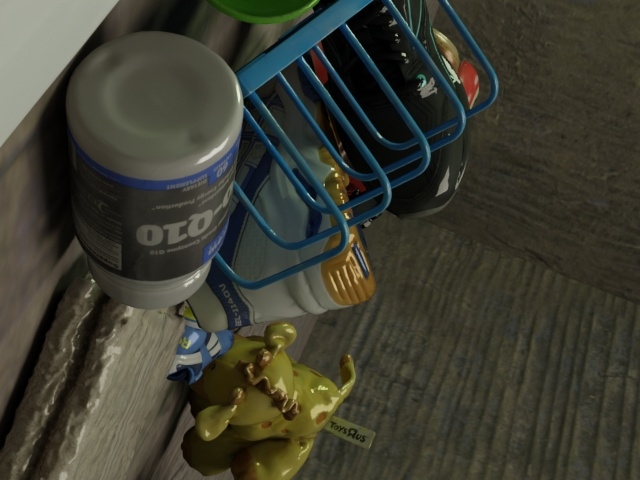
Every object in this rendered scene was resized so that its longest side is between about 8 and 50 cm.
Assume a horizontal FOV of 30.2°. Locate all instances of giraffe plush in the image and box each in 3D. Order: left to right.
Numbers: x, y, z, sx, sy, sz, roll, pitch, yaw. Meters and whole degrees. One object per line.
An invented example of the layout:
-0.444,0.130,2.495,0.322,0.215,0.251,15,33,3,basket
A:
-0.069,0.159,1.208,0.170,0.210,0.181,47,48,-55,giraffe plush

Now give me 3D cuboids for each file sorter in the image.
0.002,-0.067,0.662,0.118,0.104,0.170,-24,-164,50,file sorter

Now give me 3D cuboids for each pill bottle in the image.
-0.080,-0.027,0.565,0.137,0.078,0.078,105,8,-58,pill bottle

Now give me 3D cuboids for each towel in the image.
-0.157,0.150,0.699,0.187,0.049,0.282,63,48,-82,towel

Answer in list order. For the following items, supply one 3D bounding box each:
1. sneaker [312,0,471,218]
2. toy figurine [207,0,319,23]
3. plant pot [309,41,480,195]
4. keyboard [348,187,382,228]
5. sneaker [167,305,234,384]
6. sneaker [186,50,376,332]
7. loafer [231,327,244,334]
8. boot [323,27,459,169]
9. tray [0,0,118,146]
0.029,-0.144,0.810,0.106,0.101,0.267,1,75,-67,sneaker
-0.011,-0.165,0.623,0.173,0.130,0.159,-58,-176,-11,toy figurine
0.061,-0.128,1.247,0.191,0.174,0.191,24,90,-86,plant pot
0.000,0.000,0.951,0.108,0.023,0.180,-46,-173,-25,keyboard
-0.110,0.084,0.958,0.144,0.053,0.059,49,62,-76,sneaker
-0.048,-0.048,0.841,0.296,0.131,0.112,-98,169,-60,sneaker
-0.078,0.046,1.290,0.125,0.039,0.045,-55,-154,8,loafer
0.008,-0.066,1.009,0.248,0.090,0.207,-23,-145,59,boot
-0.102,-0.082,0.336,0.145,0.030,0.270,108,5,-47,tray
